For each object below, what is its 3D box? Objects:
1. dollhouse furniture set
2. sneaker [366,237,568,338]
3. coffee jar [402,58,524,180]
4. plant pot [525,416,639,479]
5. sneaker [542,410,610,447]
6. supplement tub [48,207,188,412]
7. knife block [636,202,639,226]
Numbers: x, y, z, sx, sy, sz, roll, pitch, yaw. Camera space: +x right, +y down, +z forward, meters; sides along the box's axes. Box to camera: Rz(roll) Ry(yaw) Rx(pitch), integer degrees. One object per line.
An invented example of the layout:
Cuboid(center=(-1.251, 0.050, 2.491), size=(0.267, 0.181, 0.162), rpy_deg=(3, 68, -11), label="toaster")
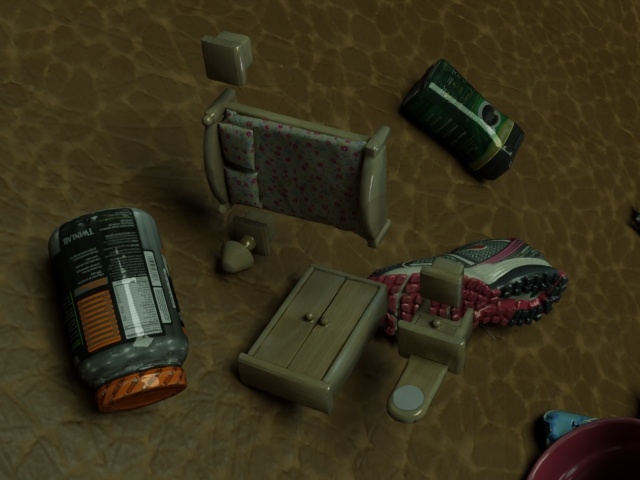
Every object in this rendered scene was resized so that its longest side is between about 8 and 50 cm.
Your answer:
Cuboid(center=(0.000, 0.000, 0.947), size=(0.303, 0.356, 0.174), rpy_deg=(16, 47, 22), label="dollhouse furniture set")
Cuboid(center=(0.181, 0.059, 1.207), size=(0.299, 0.121, 0.112), rpy_deg=(-2, 38, -32), label="sneaker")
Cuboid(center=(0.217, -0.177, 1.360), size=(0.184, 0.079, 0.096), rpy_deg=(40, 49, -8), label="coffee jar")
Cuboid(center=(0.381, 0.351, 1.130), size=(0.180, 0.201, 0.201), rpy_deg=(50, 49, -21), label="plant pot")
Cuboid(center=(0.369, 0.257, 1.234), size=(0.162, 0.073, 0.064), rpy_deg=(12, 60, -27), label="sneaker")
Cuboid(center=(-0.205, 0.072, 0.939), size=(0.116, 0.117, 0.191), rpy_deg=(-6, 70, -34), label="supplement tub")
Cuboid(center=(0.654, 0.027, 1.527), size=(0.242, 0.088, 0.276), rpy_deg=(-4, 69, -33), label="knife block")
